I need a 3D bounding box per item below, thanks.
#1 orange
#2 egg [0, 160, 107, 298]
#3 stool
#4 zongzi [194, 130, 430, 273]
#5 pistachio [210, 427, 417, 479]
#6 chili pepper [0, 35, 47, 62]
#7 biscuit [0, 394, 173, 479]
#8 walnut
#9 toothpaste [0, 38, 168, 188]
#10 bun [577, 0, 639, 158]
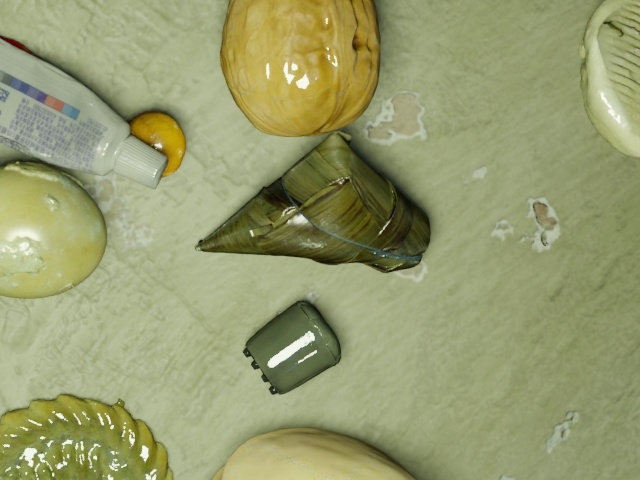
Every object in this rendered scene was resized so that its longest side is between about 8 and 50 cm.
[{"bbox_3d":[-0.203,-0.116,1.632,0.070,0.083,0.083,-11,99,-47],"label":"orange"},{"bbox_3d":[-0.349,-0.013,1.560,0.202,0.164,0.164,6,93,-10],"label":"egg"},{"bbox_3d":[-0.035,0.137,1.694,0.110,0.096,0.096,-33,103,-4],"label":"stool"},{"bbox_3d":[0.000,0.000,1.700,0.242,0.112,0.221,-35,131,20],"label":"zongzi"},{"bbox_3d":[0.016,0.356,1.664,0.321,0.229,0.238,19,49,-11],"label":"pistachio"},{"bbox_3d":[-0.323,-0.191,1.618,0.178,0.027,0.045,44,83,-11],"label":"chili pepper"},{"bbox_3d":[-0.332,0.287,1.652,0.274,0.036,0.187,-29,102,-11],"label":"biscuit"},{"bbox_3d":[-0.023,-0.235,1.617,0.195,0.195,0.221,1,93,-15],"label":"walnut"},{"bbox_3d":[-0.309,-0.140,1.580,0.282,0.068,0.099,27,62,6],"label":"toothpaste"},{"bbox_3d":[0.429,-0.215,1.778,0.210,0.116,0.237,19,75,-13],"label":"bun"}]
